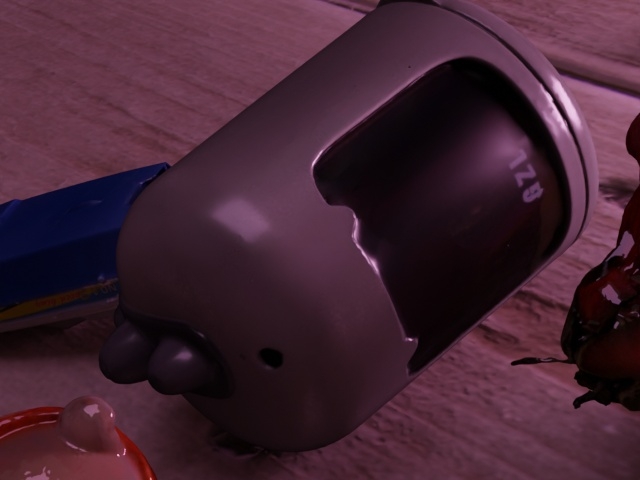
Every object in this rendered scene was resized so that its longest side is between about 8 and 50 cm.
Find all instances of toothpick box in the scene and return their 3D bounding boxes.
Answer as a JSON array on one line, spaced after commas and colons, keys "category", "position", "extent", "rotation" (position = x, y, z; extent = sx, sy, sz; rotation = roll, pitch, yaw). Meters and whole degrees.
[{"category": "toothpick box", "position": [0.000, 0.000, 1.252], "extent": [0.316, 0.229, 0.229], "rotation": [-39, 36, -29]}]

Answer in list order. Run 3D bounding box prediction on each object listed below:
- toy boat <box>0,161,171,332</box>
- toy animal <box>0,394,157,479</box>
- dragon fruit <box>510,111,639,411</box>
[{"category": "toy boat", "position": [-0.234, 0.026, 1.458], "extent": [0.295, 0.088, 0.129], "rotation": [-13, 29, 28]}, {"category": "toy animal", "position": [-0.142, 0.186, 1.016], "extent": [0.171, 0.197, 0.171], "rotation": [-20, 23, 9]}, {"category": "dragon fruit", "position": [0.243, 0.012, 1.094], "extent": [0.293, 0.233, 0.234], "rotation": [-15, 30, -8]}]
